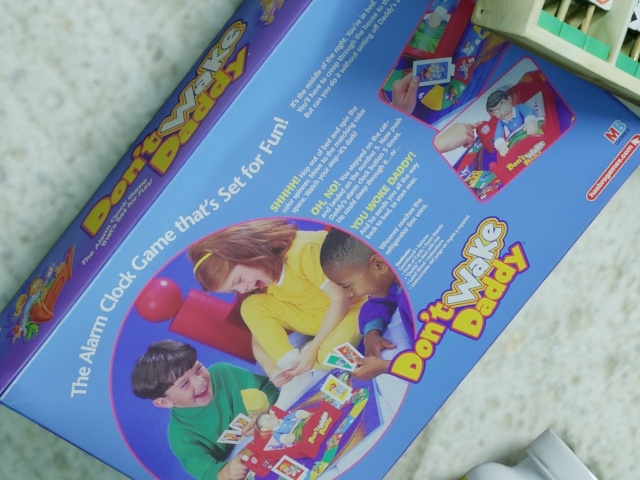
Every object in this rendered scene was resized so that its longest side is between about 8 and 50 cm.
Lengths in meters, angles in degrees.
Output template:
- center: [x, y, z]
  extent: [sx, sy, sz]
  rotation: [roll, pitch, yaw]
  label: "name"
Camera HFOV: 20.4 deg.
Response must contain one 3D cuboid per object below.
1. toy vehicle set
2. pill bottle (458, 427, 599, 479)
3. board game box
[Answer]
- center: [0.190, -0.160, 0.977]
  extent: [0.267, 0.035, 0.166]
  rotation: [15, 94, -52]
  label: "toy vehicle set"
- center: [0.106, 0.210, 1.148]
  extent: [0.184, 0.103, 0.103]
  rotation: [-43, 118, 2]
  label: "pill bottle"
- center: [0.000, 0.000, 1.040]
  extent: [0.233, 0.078, 0.347]
  rotation: [36, 97, -27]
  label: "board game box"
